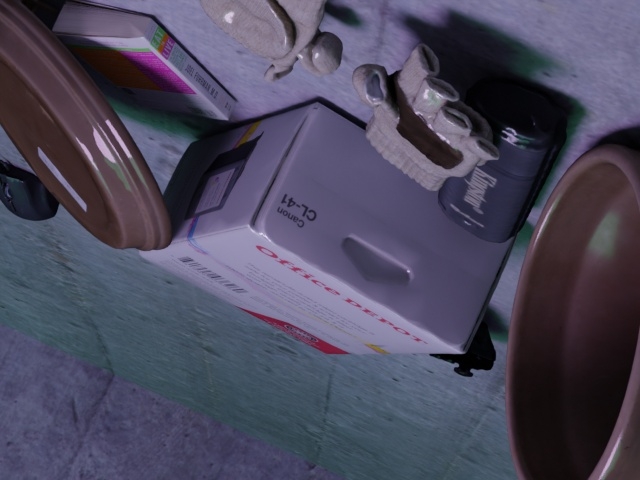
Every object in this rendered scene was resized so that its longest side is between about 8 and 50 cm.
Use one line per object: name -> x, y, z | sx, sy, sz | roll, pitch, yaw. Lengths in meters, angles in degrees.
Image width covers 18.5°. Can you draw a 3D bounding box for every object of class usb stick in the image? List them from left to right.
usb stick -> 0.133, -0.056, 1.479 | 0.077, 0.045, 0.278 | 25, 167, 5

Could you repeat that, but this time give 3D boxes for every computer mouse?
computer mouse -> -0.372, -0.077, 2.270 | 0.071, 0.041, 0.242 | 18, 164, 28

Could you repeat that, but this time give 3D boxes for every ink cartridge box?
ink cartridge box -> 0.000, 0.000, 1.734 | 0.226, 0.131, 0.306 | 30, 164, -19

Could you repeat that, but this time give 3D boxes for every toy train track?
toy train track -> -0.252, -0.198, 1.679 | 0.048, 0.014, 0.083 | 28, 166, -11

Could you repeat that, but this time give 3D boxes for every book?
book -> -0.146, -0.147, 1.650 | 0.096, 0.035, 0.144 | 12, 162, 32

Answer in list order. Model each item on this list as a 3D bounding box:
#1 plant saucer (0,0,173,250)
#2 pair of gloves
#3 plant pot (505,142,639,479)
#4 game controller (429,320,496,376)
plant saucer -> -0.228, -0.097, 1.711 | 0.278, 0.041, 0.278 | 46, 163, 19
pair of gloves -> 0.014, -0.120, 1.371 | 0.240, 0.042, 0.204 | 40, 165, -6
plant pot -> 0.280, 0.077, 1.391 | 0.229, 0.263, 0.263 | 8, 170, -14
game controller -> 0.023, 0.070, 2.030 | 0.319, 0.067, 0.166 | 18, -174, 25
